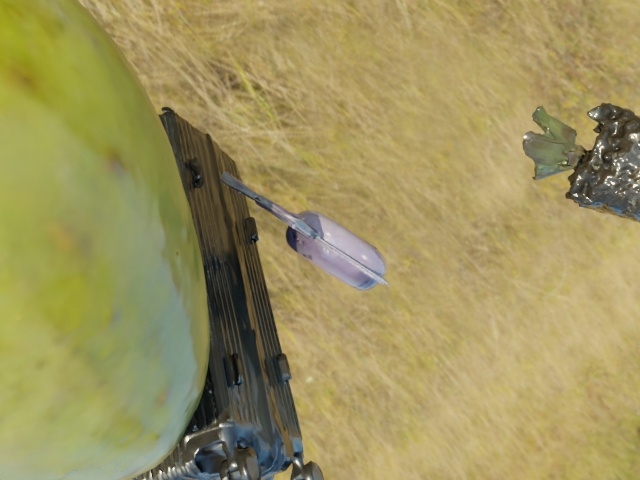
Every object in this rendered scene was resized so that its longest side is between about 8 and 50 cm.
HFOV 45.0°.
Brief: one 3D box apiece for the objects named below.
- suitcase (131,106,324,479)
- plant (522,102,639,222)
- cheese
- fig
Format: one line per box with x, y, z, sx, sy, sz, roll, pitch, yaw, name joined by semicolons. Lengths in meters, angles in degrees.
-0.159;0.082;0.677;0.230;0.335;0.152;-22;154;14;suitcase
0.357;-0.101;0.966;0.142;0.203;0.131;-8;115;-70;plant
0.000;0.000;0.654;0.191;0.105;0.042;32;90;-51;cheese
-0.184;0.015;0.402;0.258;0.258;0.326;-36;122;-8;fig
